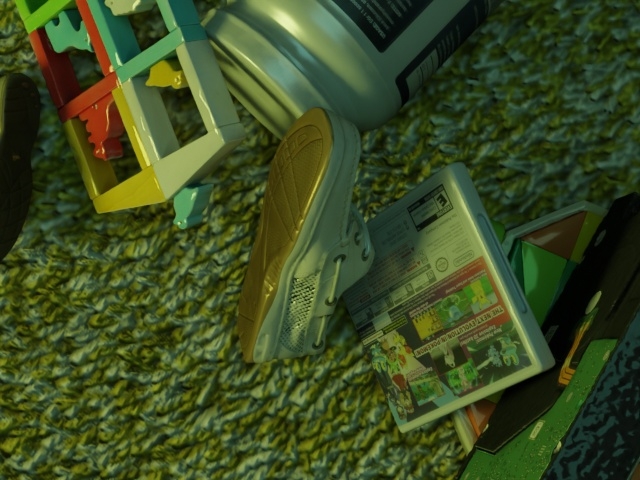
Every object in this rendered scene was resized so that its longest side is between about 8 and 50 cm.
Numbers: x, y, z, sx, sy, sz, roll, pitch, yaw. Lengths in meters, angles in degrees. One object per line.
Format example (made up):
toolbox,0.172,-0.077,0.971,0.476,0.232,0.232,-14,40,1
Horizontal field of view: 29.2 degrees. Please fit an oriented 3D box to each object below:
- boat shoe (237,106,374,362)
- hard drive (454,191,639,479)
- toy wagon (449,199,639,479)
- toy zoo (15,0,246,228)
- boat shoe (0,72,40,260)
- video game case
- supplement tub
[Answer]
boat shoe,0.000,0.000,1.049,0.096,0.277,0.098,3,47,-17
hard drive,0.217,0.108,0.979,0.064,0.237,0.339,32,82,-2
toy wagon,0.228,0.144,1.128,0.267,0.068,0.344,22,82,-3
toy zoo,-0.169,-0.147,1.070,0.030,0.192,0.293,-19,88,-47
boat shoe,-0.300,-0.064,1.109,0.060,0.064,0.178,3,81,26
video game case,0.095,0.055,1.059,0.023,0.201,0.183,-15,77,-38
supplement tub,0.040,-0.220,1.087,0.191,0.191,0.272,44,81,0
